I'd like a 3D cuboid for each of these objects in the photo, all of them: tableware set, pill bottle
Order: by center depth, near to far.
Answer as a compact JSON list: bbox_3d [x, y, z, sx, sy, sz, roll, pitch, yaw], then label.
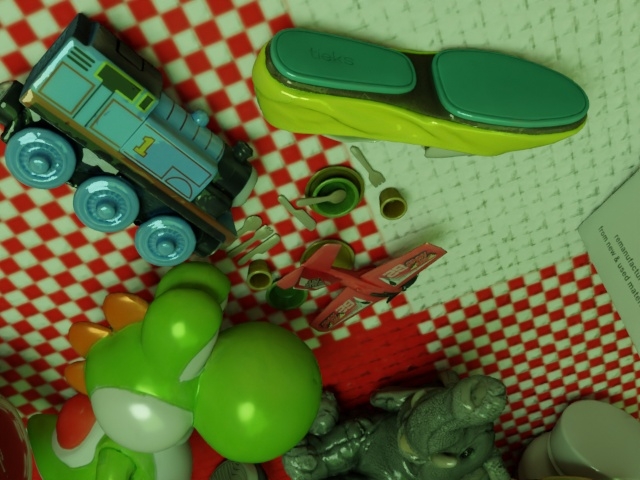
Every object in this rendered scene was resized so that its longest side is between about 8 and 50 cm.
[{"bbox_3d":[0.000,0.000,0.539,0.154,0.024,0.104,-34,125,16],"label":"tableware set"},{"bbox_3d":[0.283,0.295,0.742,0.131,0.131,0.229,3,127,-11],"label":"pill bottle"}]

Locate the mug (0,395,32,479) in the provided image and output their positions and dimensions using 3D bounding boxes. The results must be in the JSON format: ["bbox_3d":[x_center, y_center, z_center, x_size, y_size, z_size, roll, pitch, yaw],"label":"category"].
[{"bbox_3d":[-0.320,0.168,0.470,0.169,0.113,0.150,-15,130,-2],"label":"mug"}]

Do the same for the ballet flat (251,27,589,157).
[{"bbox_3d":[0.066,-0.094,0.456,0.231,0.077,0.077,6,147,-10],"label":"ballet flat"}]

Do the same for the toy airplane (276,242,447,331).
[{"bbox_3d":[0.026,0.035,0.545,0.151,0.028,0.151,-16,154,-8],"label":"toy airplane"}]

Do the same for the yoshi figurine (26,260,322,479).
[{"bbox_3d":[-0.117,0.184,0.564,0.203,0.203,0.362,-3,134,-38],"label":"yoshi figurine"}]

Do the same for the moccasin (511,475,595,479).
[{"bbox_3d":[0.151,0.317,0.702,0.147,0.139,0.380,-22,168,-45],"label":"moccasin"}]

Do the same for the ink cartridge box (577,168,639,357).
[{"bbox_3d":[0.438,-0.042,0.463,0.279,0.160,0.384,21,128,-20],"label":"ink cartridge box"}]

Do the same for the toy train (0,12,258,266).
[{"bbox_3d":[-0.124,-0.059,0.442,0.105,0.080,0.184,-43,122,15],"label":"toy train"}]

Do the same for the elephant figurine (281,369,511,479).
[{"bbox_3d":[0.100,0.195,0.613,0.239,0.186,0.169,-31,101,23],"label":"elephant figurine"}]

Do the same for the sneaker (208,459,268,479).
[{"bbox_3d":[-0.072,0.328,0.761,0.118,0.083,0.222,-1,123,-32],"label":"sneaker"}]
